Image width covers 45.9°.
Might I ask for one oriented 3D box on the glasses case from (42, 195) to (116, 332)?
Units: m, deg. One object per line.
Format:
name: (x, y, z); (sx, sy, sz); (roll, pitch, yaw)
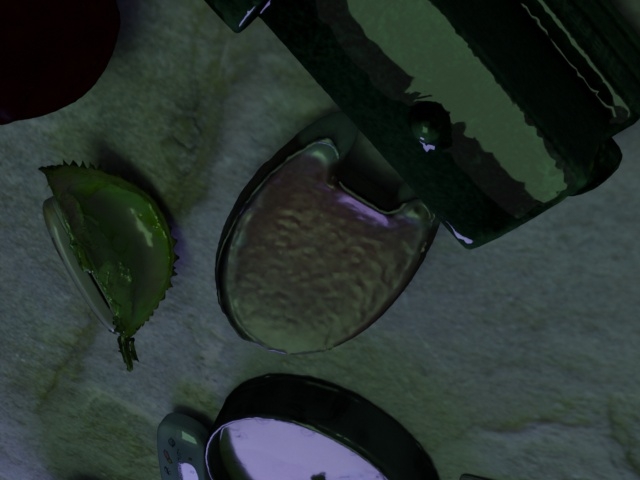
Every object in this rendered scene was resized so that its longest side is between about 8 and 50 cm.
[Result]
glasses case: (-0.240, 0.027, 0.784); (0.063, 0.041, 0.164); (45, 158, 59)

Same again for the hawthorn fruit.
hawthorn fruit: (-0.275, -0.179, 0.518); (0.230, 0.266, 0.210); (29, 115, 1)

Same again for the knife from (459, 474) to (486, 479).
knife: (0.251, 0.269, 0.723); (0.244, 0.032, 0.058); (3, 134, 32)

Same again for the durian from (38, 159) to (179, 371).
durian: (-0.198, 0.016, 0.725); (0.086, 0.100, 0.215); (-5, 114, 36)

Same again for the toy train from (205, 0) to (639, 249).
toy train: (0.046, -0.135, 0.423); (0.330, 0.178, 0.138); (47, 132, -9)

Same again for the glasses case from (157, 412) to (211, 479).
glasses case: (-0.167, 0.284, 0.951); (0.067, 0.045, 0.178); (18, 131, 18)

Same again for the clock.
clock: (-0.002, 0.271, 0.844); (0.280, 0.055, 0.281); (15, 130, 19)

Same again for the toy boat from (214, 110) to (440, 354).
toy boat: (0.000, 0.000, 0.634); (0.155, 0.085, 0.227); (31, 122, -7)
